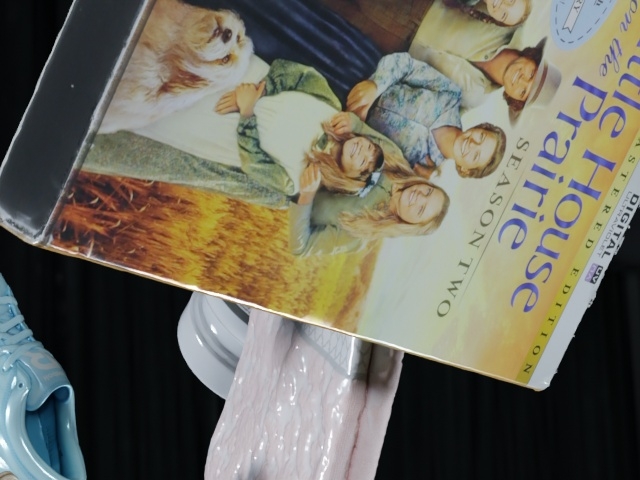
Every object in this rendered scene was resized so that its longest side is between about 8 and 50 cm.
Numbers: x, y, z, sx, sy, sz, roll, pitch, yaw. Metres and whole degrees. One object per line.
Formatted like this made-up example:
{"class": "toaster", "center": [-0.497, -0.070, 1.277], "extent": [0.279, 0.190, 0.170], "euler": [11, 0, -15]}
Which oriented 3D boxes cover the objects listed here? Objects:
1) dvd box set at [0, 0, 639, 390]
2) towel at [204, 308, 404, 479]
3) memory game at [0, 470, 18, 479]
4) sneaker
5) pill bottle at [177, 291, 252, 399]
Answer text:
{"class": "dvd box set", "center": [0.052, -0.093, 0.933], "extent": [0.420, 0.308, 0.062], "euler": [20, -172, -45]}
{"class": "towel", "center": [-0.018, 0.123, 1.368], "extent": [0.053, 0.317, 0.332], "euler": [10, -169, -16]}
{"class": "memory game", "center": [-0.301, 0.273, 1.389], "extent": [0.012, 0.186, 0.186], "euler": [29, -177, 27]}
{"class": "sneaker", "center": [-0.374, 0.161, 2.095], "extent": [0.150, 0.366, 0.135], "euler": [-21, 177, 34]}
{"class": "pill bottle", "center": [0.000, 0.000, 1.717], "extent": [0.210, 0.210, 0.363], "euler": [6, 132, -33]}
